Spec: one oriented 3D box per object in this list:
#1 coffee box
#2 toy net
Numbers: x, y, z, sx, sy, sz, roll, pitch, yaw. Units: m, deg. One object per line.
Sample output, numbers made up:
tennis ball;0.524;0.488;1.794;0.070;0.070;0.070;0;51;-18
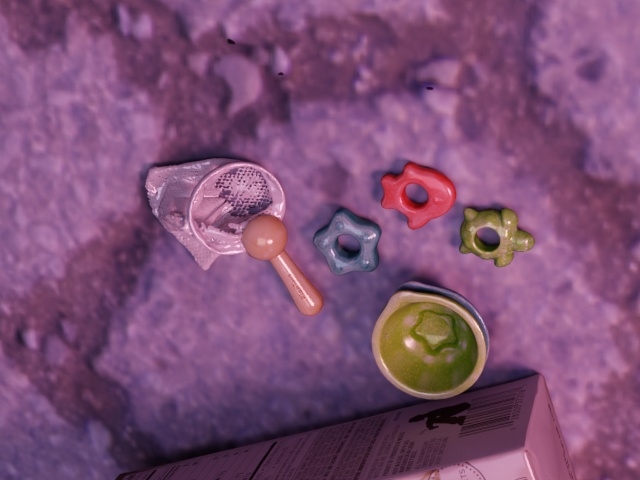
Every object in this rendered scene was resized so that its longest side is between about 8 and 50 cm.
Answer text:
coffee box;0.012;0.208;0.872;0.297;0.119;0.168;-16;102;18
toy net;0.000;0.000;0.846;0.232;0.045;0.122;22;119;7
